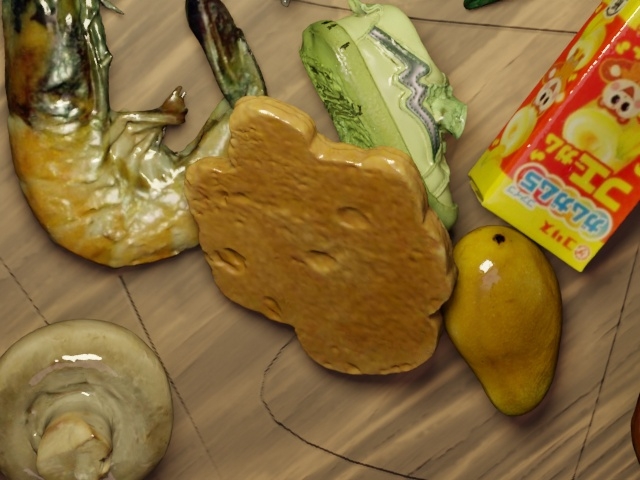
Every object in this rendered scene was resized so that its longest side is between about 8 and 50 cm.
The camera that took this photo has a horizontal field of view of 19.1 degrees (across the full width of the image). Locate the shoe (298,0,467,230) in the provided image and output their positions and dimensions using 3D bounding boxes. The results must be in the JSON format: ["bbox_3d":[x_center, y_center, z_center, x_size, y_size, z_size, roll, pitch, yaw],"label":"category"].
[{"bbox_3d":[0.079,-0.121,1.909,0.128,0.140,0.262,-33,113,1],"label":"shoe"}]

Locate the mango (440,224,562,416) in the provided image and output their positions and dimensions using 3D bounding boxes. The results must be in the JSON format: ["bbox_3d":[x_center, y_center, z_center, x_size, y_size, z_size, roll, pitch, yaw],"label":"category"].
[{"bbox_3d":[0.196,0.083,2.012,0.136,0.099,0.227,-33,123,-24],"label":"mango"}]

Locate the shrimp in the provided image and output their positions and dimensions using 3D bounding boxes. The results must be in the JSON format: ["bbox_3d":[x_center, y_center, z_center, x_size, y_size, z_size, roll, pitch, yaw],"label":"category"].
[{"bbox_3d":[-0.189,-0.180,1.893,0.272,0.085,0.445,-13,114,-7],"label":"shrimp"}]

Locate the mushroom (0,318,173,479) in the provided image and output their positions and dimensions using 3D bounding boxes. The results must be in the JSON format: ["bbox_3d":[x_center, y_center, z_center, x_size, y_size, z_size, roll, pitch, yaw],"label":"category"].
[{"bbox_3d":[-0.249,0.187,1.956,0.204,0.204,0.204,-2,110,-5],"label":"mushroom"}]

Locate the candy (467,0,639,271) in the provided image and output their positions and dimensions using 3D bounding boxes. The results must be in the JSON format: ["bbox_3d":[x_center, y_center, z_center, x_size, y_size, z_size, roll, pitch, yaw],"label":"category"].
[{"bbox_3d":[0.292,-0.120,1.961,0.146,0.088,0.276,35,104,-18],"label":"candy"}]

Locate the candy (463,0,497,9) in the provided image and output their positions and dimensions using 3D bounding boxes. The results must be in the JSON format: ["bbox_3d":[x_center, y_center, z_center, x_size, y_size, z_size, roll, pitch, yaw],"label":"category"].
[{"bbox_3d":[0.297,-0.291,1.912,0.323,0.097,0.097,-17,111,9],"label":"candy"}]

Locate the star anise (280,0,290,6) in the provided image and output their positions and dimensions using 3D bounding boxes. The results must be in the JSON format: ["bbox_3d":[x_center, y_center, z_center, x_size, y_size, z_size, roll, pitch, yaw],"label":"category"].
[{"bbox_3d":[-0.040,-0.362,1.817,0.212,0.129,0.282,-11,112,1],"label":"star anise"}]

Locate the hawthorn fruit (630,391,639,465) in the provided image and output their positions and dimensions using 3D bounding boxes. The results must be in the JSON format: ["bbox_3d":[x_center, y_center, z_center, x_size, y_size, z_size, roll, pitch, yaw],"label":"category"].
[{"bbox_3d":[0.481,0.210,1.989,0.308,0.324,0.308,-14,138,-13],"label":"hawthorn fruit"}]

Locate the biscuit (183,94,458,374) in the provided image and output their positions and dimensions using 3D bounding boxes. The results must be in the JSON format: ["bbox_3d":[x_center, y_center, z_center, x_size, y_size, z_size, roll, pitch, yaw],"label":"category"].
[{"bbox_3d":[0.001,-0.003,1.919,0.269,0.051,0.376,-4,132,25],"label":"biscuit"}]
